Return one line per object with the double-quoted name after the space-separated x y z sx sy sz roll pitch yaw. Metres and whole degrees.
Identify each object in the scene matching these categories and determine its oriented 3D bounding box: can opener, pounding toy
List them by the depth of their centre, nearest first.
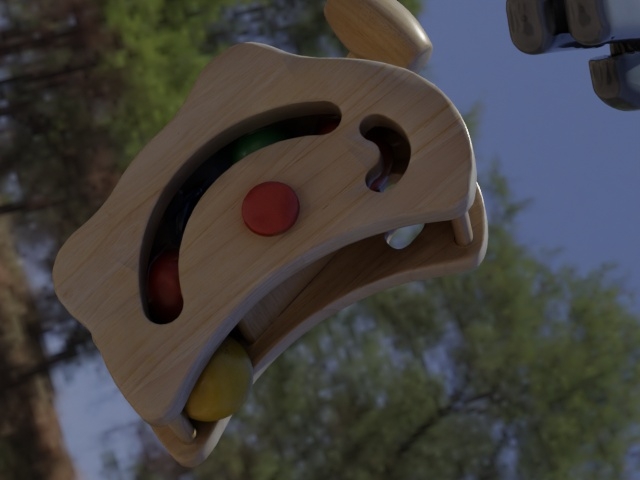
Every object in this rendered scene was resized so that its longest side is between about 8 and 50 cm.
0.000 0.000 0.878 0.154 0.269 0.155 31 -16 23 "pounding toy"
0.204 -0.132 1.168 0.076 0.283 0.095 -7 -85 25 "can opener"
